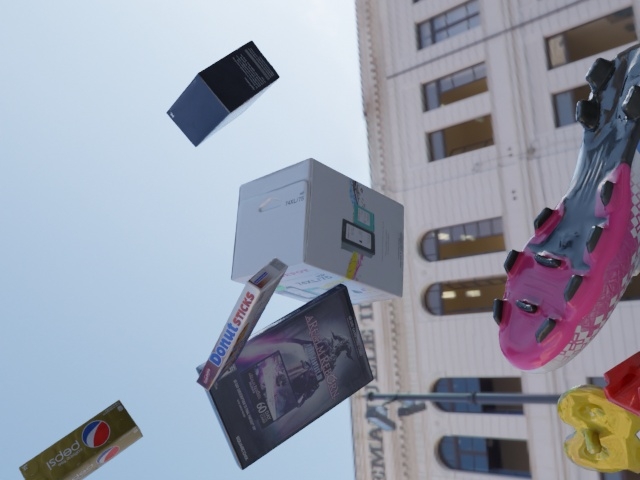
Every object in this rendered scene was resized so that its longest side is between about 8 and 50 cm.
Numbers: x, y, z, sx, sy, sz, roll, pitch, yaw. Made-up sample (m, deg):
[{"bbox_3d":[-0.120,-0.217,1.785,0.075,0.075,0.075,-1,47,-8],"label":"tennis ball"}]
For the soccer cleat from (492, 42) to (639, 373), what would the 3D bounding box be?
[{"bbox_3d":[0.279,-0.019,0.561,0.143,0.116,0.331,27,-96,-20],"label":"soccer cleat"}]

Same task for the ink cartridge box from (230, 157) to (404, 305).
[{"bbox_3d":[0.000,0.000,1.167,0.270,0.198,0.197,22,-116,-42],"label":"ink cartridge box"}]

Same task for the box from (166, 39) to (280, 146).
[{"bbox_3d":[-0.188,-0.280,1.184,0.093,0.156,0.158,51,-128,-9],"label":"box"}]

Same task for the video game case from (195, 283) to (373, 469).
[{"bbox_3d":[-0.045,0.216,0.994,0.274,0.026,0.196,-28,-65,-25],"label":"video game case"}]

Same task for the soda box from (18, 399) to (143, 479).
[{"bbox_3d":[-0.392,0.349,1.020,0.181,0.061,0.058,-34,-28,-23],"label":"soda box"}]

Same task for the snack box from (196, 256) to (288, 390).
[{"bbox_3d":[-0.093,0.099,0.716,0.022,0.178,0.064,35,-146,7],"label":"snack box"}]

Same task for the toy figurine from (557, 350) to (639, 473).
[{"bbox_3d":[0.300,0.176,0.313,0.217,0.191,0.362,-28,-72,-17],"label":"toy figurine"}]
